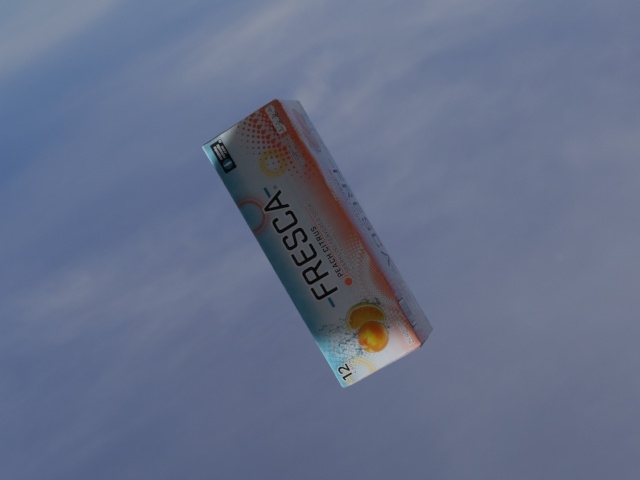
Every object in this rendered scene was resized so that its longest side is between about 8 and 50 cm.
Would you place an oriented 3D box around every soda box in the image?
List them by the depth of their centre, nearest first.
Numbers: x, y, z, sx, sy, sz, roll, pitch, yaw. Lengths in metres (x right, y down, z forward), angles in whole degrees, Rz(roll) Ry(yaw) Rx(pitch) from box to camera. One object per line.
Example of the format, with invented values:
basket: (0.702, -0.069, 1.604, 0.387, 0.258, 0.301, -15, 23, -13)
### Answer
soda box: (0.000, 0.000, 0.746, 0.063, 0.183, 0.058, -31, 177, 14)
